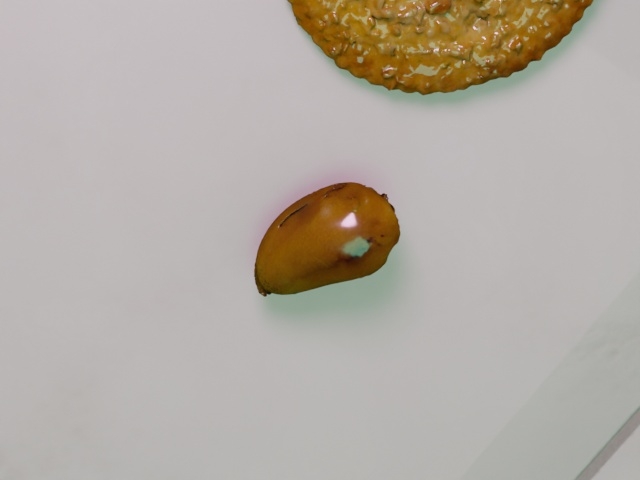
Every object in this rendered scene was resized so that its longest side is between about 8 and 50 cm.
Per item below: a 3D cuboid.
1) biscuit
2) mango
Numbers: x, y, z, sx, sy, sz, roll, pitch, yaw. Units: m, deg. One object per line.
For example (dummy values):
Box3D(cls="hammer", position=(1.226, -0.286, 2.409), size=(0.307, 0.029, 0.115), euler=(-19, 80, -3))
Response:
Box3D(cls="biscuit", position=(0.095, -0.221, 1.448), size=(0.254, 0.035, 0.254), euler=(-4, 118, -8))
Box3D(cls="mango", position=(0.000, 0.000, 1.527), size=(0.127, 0.077, 0.063), euler=(-26, 144, 21))
